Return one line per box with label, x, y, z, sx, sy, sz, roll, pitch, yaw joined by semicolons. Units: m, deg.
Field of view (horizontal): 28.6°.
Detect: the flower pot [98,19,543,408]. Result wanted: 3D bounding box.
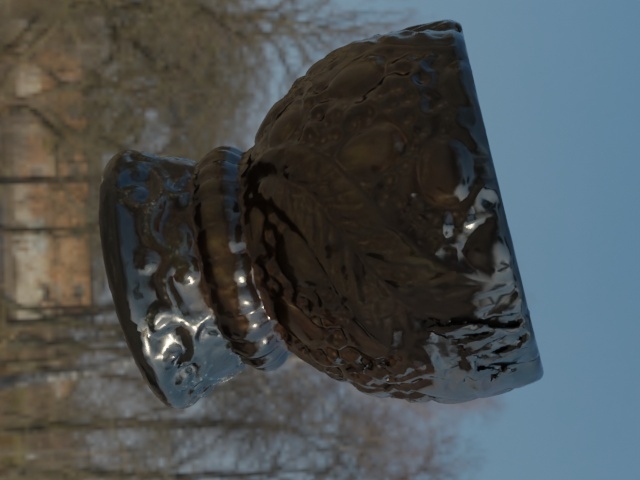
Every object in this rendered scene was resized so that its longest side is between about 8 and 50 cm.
flower pot;0.000;0.000;0.894;0.266;0.267;0.266;-13;90;-81
